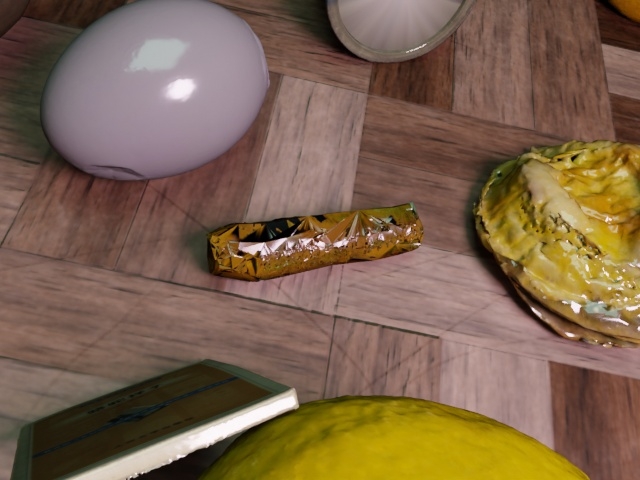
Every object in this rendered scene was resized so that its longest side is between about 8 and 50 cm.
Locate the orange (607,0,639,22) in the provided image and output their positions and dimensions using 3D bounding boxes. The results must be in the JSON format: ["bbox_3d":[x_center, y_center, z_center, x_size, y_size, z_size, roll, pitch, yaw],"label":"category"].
[{"bbox_3d":[0.504,-0.407,1.075,0.157,0.134,0.156,34,44,-41],"label":"orange"}]

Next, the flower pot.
[{"bbox_3d":[0.081,-0.373,0.935,0.213,0.212,0.202,-6,43,-16],"label":"flower pot"}]

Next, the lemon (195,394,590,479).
[{"bbox_3d":[0.049,0.228,0.440,0.316,0.285,0.285,4,44,-54],"label":"lemon"}]

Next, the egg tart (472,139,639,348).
[{"bbox_3d":[0.315,-0.026,0.765,0.298,0.132,0.297,4,49,-5],"label":"egg tart"}]

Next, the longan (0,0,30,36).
[{"bbox_3d":[-0.438,-0.306,0.751,0.246,0.215,0.245,17,49,-21],"label":"longan"}]

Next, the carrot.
[{"bbox_3d":[0.000,-0.001,0.715,0.229,0.069,0.068,-8,57,-19],"label":"carrot"}]

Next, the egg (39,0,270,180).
[{"bbox_3d":[-0.168,-0.151,0.718,0.232,0.176,0.176,-33,67,-25],"label":"egg"}]

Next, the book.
[{"bbox_3d":[-0.130,0.127,0.502,0.170,0.242,0.018,-17,92,-22],"label":"book"}]
